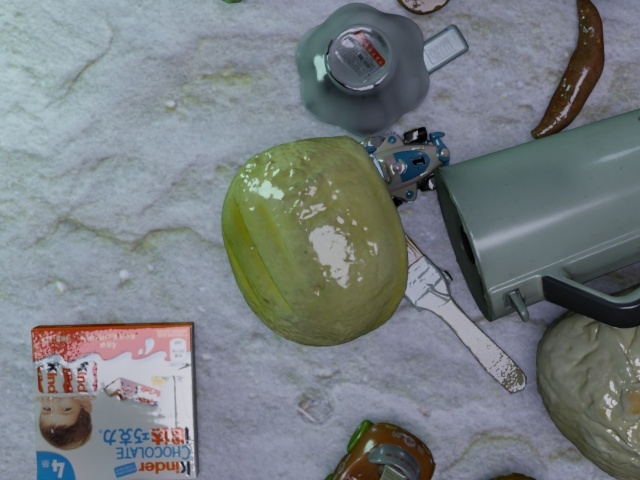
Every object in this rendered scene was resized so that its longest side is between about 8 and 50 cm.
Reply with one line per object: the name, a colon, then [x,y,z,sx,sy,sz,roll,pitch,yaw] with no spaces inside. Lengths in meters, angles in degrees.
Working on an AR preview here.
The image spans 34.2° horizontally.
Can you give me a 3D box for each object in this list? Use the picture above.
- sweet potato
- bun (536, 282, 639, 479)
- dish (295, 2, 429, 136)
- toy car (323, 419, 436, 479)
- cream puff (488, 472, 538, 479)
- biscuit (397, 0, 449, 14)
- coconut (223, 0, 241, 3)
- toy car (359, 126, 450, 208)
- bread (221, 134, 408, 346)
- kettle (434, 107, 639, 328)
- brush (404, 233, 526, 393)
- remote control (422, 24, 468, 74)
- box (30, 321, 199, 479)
sweet potato: [0.417,-0.274,1.691,0.078,0.058,0.255,18,89,21]
bun: [0.502,0.224,1.591,0.352,0.227,0.349,31,115,14]
dish: [0.065,-0.285,1.671,0.229,0.081,0.229,-1,82,5]
toy car: [0.087,0.411,1.652,0.145,0.235,0.235,32,93,0]
cream puff: [0.315,0.456,1.699,0.165,0.115,0.150,16,86,10]
biscuit: [0.195,-0.514,1.689,0.197,0.049,0.301,16,93,5]
coconut: [-0.151,-0.435,1.687,0.096,0.088,0.088,34,93,-5]
toy car: [0.137,-0.118,1.684,0.161,0.098,0.126,-16,94,4]
bread: [-0.010,0.004,1.595,0.237,0.320,0.320,-23,92,-19]
kettle: [0.404,-0.018,1.572,0.376,0.361,0.250,-20,133,0]
brush: [0.222,0.128,1.733,0.085,0.020,0.336,-42,92,2]
remote control: [0.182,-0.304,1.714,0.124,0.018,0.053,-33,93,3]
box: [-0.343,0.271,1.742,0.273,0.048,0.265,-2,93,1]
